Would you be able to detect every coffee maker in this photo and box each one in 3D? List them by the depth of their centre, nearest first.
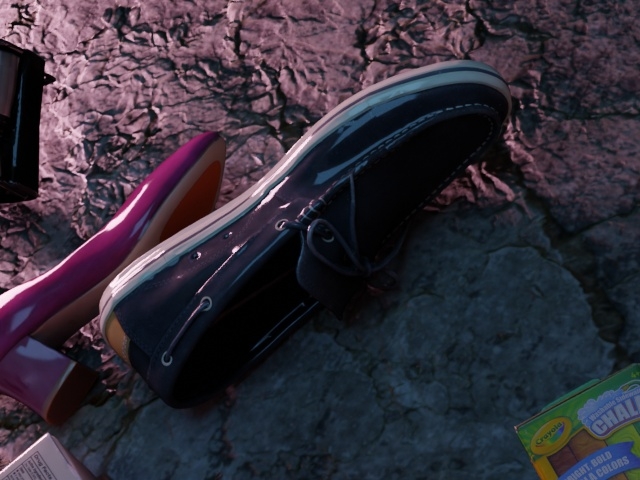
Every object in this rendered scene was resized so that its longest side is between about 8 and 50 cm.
[{"bbox_3d":[-0.381,-0.136,2.088,0.120,0.171,0.178,-10,74,44],"label":"coffee maker"}]

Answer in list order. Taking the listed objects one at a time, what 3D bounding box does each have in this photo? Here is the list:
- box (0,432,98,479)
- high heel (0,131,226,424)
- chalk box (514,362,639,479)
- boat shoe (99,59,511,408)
[{"bbox_3d":[-0.302,0.335,1.734,0.232,0.127,0.148,-39,51,-5],"label":"box"},{"bbox_3d":[-0.264,0.009,1.931,0.181,0.127,0.377,30,77,25],"label":"high heel"},{"bbox_3d":[0.269,0.209,1.563,0.132,0.132,0.213,-30,51,2],"label":"chalk box"},{"bbox_3d":[0.000,0.000,1.800,0.500,0.187,0.156,-35,56,5],"label":"boat shoe"}]
